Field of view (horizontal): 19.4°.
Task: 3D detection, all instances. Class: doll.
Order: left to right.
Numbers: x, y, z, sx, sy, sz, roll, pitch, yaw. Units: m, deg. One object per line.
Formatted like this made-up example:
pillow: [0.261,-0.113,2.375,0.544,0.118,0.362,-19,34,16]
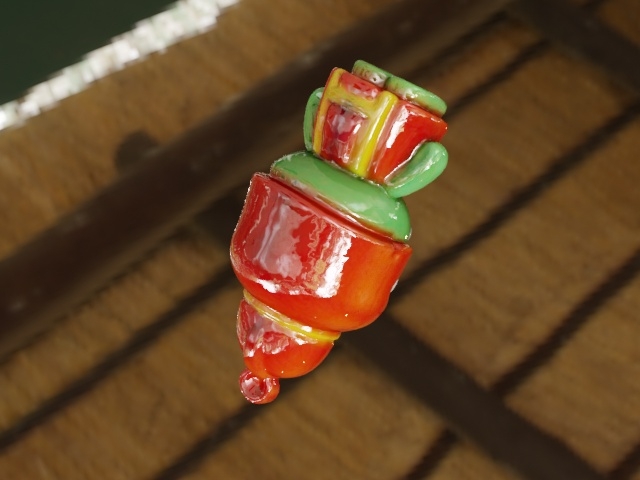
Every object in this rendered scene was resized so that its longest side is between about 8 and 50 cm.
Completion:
doll: [0.001,0.000,1.865,0.183,0.363,0.160,29,-166,32]
